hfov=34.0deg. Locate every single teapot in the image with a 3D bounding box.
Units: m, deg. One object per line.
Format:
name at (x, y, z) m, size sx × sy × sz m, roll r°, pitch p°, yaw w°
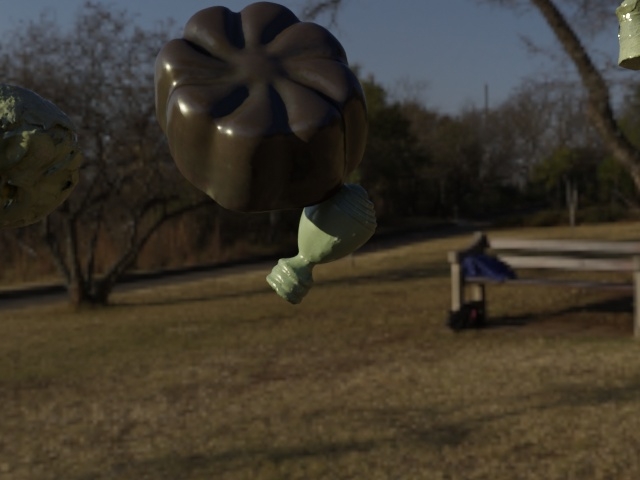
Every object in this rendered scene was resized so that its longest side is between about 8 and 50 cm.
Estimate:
teapot at (0.385, -0.253, 1.277) m, size 0.057 × 0.083 × 0.067 m, roll -3°, pitch -7°, yaw -17°

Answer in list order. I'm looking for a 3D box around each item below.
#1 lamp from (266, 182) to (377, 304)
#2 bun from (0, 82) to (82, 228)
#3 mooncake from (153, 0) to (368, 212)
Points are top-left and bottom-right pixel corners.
lamp at (0.000, 0.000, 1.490) m, size 0.106 × 0.193 × 0.106 m, roll 39°, pitch 5°, yaw -4°
bun at (-0.454, -0.108, 1.501) m, size 0.239 × 0.239 × 0.141 m, roll -1°, pitch 42°, yaw -25°
mooncake at (-0.083, -0.188, 1.433) m, size 0.306 × 0.306 × 0.154 m, roll -1°, pitch -38°, yaw -6°
